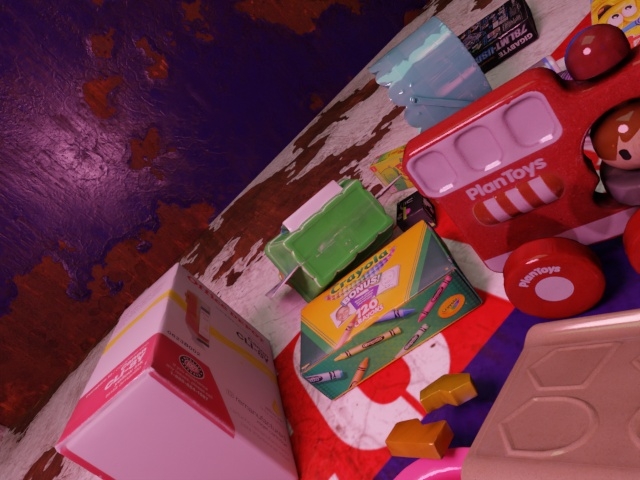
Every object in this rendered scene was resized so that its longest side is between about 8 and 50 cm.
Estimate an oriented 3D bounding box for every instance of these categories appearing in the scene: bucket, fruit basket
[{"bbox_3d":[0.263,-0.363,1.014,0.183,0.281,0.281,-37,22,21],"label":"bucket"},{"bbox_3d":[0.000,0.000,0.917,0.327,0.165,0.353,-41,6,-11],"label":"fruit basket"}]

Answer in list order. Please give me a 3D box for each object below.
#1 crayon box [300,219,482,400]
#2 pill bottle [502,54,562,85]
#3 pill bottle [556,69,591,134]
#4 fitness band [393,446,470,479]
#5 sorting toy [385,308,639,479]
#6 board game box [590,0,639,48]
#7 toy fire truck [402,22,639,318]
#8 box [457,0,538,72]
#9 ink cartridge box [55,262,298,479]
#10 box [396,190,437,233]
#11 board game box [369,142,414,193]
[{"bbox_3d":[0.094,0.106,0.684,0.278,0.081,0.165,-38,21,15],"label":"crayon box"},{"bbox_3d":[0.414,-0.297,0.866,0.137,0.078,0.078,-32,24,29],"label":"pill bottle"},{"bbox_3d":[0.417,-0.220,0.674,0.108,0.108,0.193,-50,22,-14],"label":"pill bottle"},{"bbox_3d":[0.100,0.311,0.330,0.209,0.054,0.291,-17,34,49],"label":"fitness band"},{"bbox_3d":[0.217,0.147,0.383,0.307,0.041,0.229,-24,8,45],"label":"sorting toy"},{"bbox_3d":[0.466,-0.305,0.452,0.308,0.086,0.302,-25,35,48],"label":"board game box"},{"bbox_3d":[0.272,-0.073,0.456,0.302,0.254,0.169,-27,27,38],"label":"toy fire truck"},{"bbox_3d":[0.485,-0.589,1.295,0.293,0.073,0.296,-29,26,37],"label":"box"},{"bbox_3d":[-0.210,0.234,0.721,0.160,0.279,0.385,-43,21,2],"label":"ink cartridge box"},{"bbox_3d":[0.189,-0.051,0.850,0.062,0.052,0.083,-33,22,28],"label":"box"},{"bbox_3d":[0.208,-0.174,0.987,0.181,0.092,0.043,-14,35,53],"label":"board game box"}]
